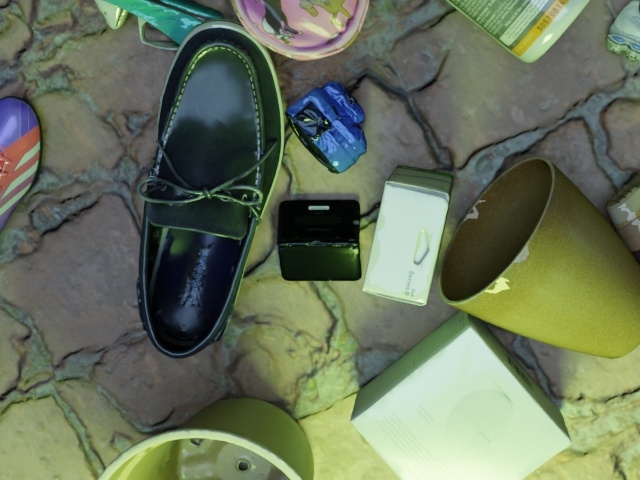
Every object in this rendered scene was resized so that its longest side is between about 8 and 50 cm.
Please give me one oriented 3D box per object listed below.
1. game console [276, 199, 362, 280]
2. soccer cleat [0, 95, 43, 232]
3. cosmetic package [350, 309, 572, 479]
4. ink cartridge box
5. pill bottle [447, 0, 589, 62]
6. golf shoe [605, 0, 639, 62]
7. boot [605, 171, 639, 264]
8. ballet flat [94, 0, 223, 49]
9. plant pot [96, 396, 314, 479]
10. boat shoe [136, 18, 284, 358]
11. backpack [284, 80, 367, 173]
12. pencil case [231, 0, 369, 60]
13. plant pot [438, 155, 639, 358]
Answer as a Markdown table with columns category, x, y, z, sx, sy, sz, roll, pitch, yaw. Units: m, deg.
| category | x | y | z | sx | sy | sz | roll | pitch | yaw |
| --- | --- | --- | --- | --- | --- | --- | --- | --- | --- |
| game console | 0.000 | 0.000 | 1.606 | 0.122 | 0.071 | 0.107 | 0 | 71 | 6 |
| soccer cleat | -0.509 | -0.064 | 1.600 | 0.109 | 0.116 | 0.318 | 28 | 103 | 1 |
| cosmetic package | 0.202 | 0.257 | 1.565 | 0.225 | 0.138 | 0.224 | -40 | 94 | 11 |
| ink cartridge box | 0.125 | -0.013 | 1.485 | 0.093 | 0.212 | 0.154 | 12 | 102 | 5 |
| pill bottle | 0.224 | -0.379 | 1.431 | 0.278 | 0.162 | 0.162 | 39 | 102 | -2 |
| golf shoe | 0.484 | -0.269 | 1.472 | 0.176 | 0.069 | 0.086 | 25 | 96 | 1 |
| boot | 0.543 | -0.044 | 1.512 | 0.248 | 0.090 | 0.207 | -40 | 108 | 7 |
| ballet flat | -0.260 | -0.331 | 1.541 | 0.247 | 0.083 | 0.087 | 26 | 111 | 2 |
| plant pot | -0.135 | 0.374 | 1.542 | 0.334 | 0.305 | 0.333 | 1 | 101 | 6 |
| boat shoe | -0.162 | -0.059 | 1.523 | 0.187 | 0.156 | 0.500 | 12 | 105 | -3 |
| backpack | 0.018 | -0.160 | 1.530 | 0.101 | 0.098 | 0.120 | -37 | 94 | 8 |
| pencil case | -0.029 | -0.319 | 1.364 | 0.160 | 0.386 | 0.167 | -4 | 102 | 0 |
| plant pot | 0.335 | 0.049 | 1.485 | 0.254 | 0.237 | 0.237 | 32 | 103 | -16 |
